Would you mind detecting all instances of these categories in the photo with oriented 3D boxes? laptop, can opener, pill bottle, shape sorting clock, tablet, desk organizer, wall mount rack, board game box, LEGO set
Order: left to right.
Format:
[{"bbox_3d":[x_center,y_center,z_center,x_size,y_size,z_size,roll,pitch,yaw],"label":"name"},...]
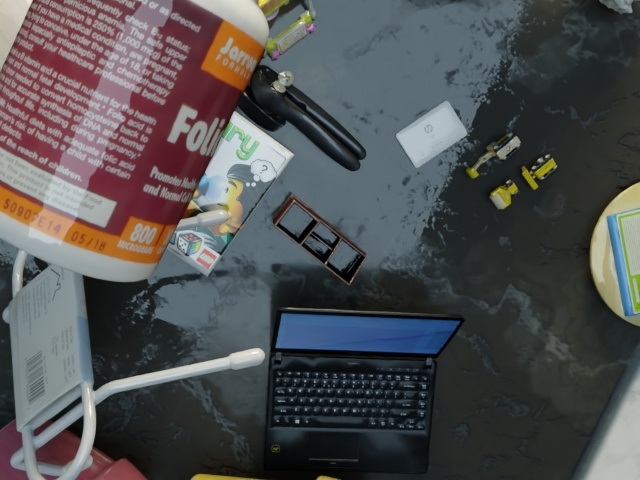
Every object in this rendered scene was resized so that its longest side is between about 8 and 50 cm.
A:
[{"bbox_3d":[-0.236,0.105,0.921,0.304,0.350,0.130,-35,142,21],"label":"wall mount rack"},{"bbox_3d":[-0.190,-0.176,0.815,0.224,0.224,0.392,26,96,-9],"label":"pill bottle"},{"bbox_3d":[-0.211,-0.120,1.006,0.305,0.053,0.193,35,95,-10],"label":"board game box"},{"bbox_3d":[-0.107,-0.283,0.985,0.287,0.107,0.132,-18,66,2],"label":"LEGO set"},{"bbox_3d":[-0.017,-0.156,1.025,0.186,0.073,0.059,32,56,-12],"label":"can opener"},{"bbox_3d":[0.000,0.000,1.047,0.130,0.050,0.047,38,94,-10],"label":"desk organizer"},{"bbox_3d":[0.049,0.203,1.042,0.234,0.136,0.265,3,99,-5],"label":"laptop"},{"bbox_3d":[0.147,-0.140,1.060,0.083,0.006,0.054,-34,100,1],"label":"tablet"},{"bbox_3d":[0.464,0.018,1.097,0.206,0.040,0.206,0,96,-5],"label":"shape sorting clock"}]

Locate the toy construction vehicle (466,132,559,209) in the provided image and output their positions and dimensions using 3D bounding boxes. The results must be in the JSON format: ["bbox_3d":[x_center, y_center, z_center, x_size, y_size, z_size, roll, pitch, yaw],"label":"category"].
[{"bbox_3d":[0.253,-0.097,1.066,0.098,0.035,0.086,-42,111,5],"label":"toy construction vehicle"}]

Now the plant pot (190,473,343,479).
[{"bbox_3d":[-0.072,0.412,1.023,0.239,0.254,0.254,15,98,7],"label":"plant pot"}]

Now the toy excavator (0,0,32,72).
[{"bbox_3d":[-0.526,-0.080,0.890,0.432,0.222,0.445,5,99,-3],"label":"toy excavator"}]

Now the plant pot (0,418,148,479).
[{"bbox_3d":[-0.345,0.321,1.008,0.180,0.201,0.201,42,94,6],"label":"plant pot"}]

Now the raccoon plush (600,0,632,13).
[{"bbox_3d":[0.166,-0.395,0.971,0.446,0.299,0.216,40,77,-41],"label":"raccoon plush"}]
